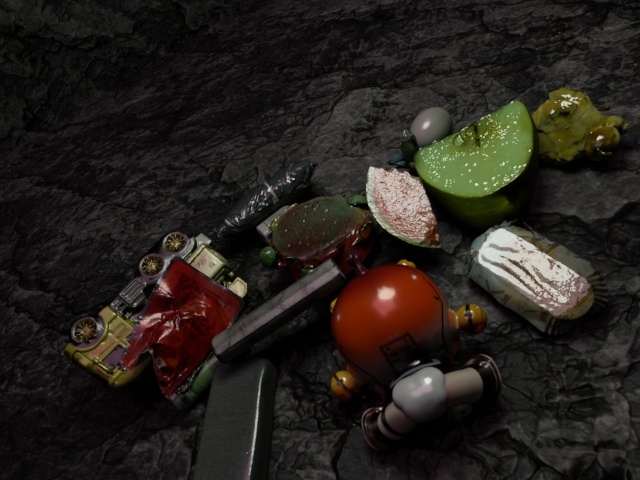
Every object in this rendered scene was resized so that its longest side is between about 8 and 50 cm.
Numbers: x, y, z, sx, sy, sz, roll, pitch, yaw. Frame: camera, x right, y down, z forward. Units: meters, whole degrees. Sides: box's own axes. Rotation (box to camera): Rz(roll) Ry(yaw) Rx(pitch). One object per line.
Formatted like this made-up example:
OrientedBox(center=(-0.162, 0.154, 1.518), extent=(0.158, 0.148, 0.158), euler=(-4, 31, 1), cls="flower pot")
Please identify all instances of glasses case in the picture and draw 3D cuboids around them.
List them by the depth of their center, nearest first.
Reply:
OrientedBox(center=(-0.161, 0.380, 0.959), extent=(0.131, 0.074, 0.323), euler=(-13, 44, 16), cls="glasses case")
OrientedBox(center=(-0.084, 0.143, 1.036), extent=(0.299, 0.060, 0.114), euler=(-34, -2, 1), cls="glasses case")

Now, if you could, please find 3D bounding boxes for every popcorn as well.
OrientedBox(center=(0.573, -0.243, 1.152), extent=(0.195, 0.173, 0.168), euler=(40, 111, 19), cls="popcorn")

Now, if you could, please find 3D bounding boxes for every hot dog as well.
OrientedBox(center=(0.405, 0.068, 0.972), extent=(0.163, 0.082, 0.270), euler=(-47, 54, -3), cls="hot dog")

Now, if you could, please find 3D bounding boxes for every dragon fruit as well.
OrientedBox(center=(0.000, 0.000, 1.199), extent=(0.295, 0.130, 0.269), euler=(-25, 47, 2), cls="dragon fruit")

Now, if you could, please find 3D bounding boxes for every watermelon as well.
OrientedBox(center=(0.191, -0.059, 1.162), extent=(0.128, 0.146, 0.231), euler=(-20, 70, 11), cls="watermelon")

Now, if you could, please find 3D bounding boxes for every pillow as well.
OrientedBox(center=(-0.145, -0.108, 1.367), extent=(0.335, 0.161, 0.093), euler=(-36, 86, -4), cls="pillow")

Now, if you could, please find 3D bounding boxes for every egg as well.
OrientedBox(center=(0.299, -0.302, 1.368), extent=(0.135, 0.103, 0.103), euler=(-47, 46, -15), cls="egg")

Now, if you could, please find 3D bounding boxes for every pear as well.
OrientedBox(center=(0.379, -0.142, 1.131), extent=(0.292, 0.159, 0.293), euler=(-21, 47, 24), cls="pear")

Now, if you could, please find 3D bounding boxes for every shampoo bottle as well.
OrientedBox(center=(-0.240, 0.279, 1.103), extent=(0.204, 0.065, 0.065), euler=(-41, 45, -15), cls="shampoo bottle")

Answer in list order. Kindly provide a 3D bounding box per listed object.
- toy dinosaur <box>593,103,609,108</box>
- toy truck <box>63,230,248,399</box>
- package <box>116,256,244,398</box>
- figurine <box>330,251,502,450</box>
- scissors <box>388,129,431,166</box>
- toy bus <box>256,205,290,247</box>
OrientedBox(center=(0.638, -0.341, 1.289), extent=(0.180, 0.037, 0.058), euler=(-12, 40, 15), cls="toy dinosaur")
OrientedBox(center=(-0.367, 0.173, 1.181), extent=(0.253, 0.181, 0.405), euler=(32, 64, 18), cls="toy truck")
OrientedBox(center=(-0.296, 0.184, 1.063), extent=(0.071, 0.194, 0.270), euler=(-18, 36, 56), cls="package")
OrientedBox(center=(0.141, 0.178, 0.917), extent=(0.319, 0.196, 0.323), euler=(-30, 53, 5), cls="figurine")
OrientedBox(center=(0.223, -0.225, 1.241), extent=(0.137, 0.289, 0.041), euler=(-13, 86, 14), cls="scissors")
OrientedBox(center=(-0.105, -0.039, 1.335), extent=(0.123, 0.075, 0.060), euler=(-39, 44, -12), cls="toy bus")
